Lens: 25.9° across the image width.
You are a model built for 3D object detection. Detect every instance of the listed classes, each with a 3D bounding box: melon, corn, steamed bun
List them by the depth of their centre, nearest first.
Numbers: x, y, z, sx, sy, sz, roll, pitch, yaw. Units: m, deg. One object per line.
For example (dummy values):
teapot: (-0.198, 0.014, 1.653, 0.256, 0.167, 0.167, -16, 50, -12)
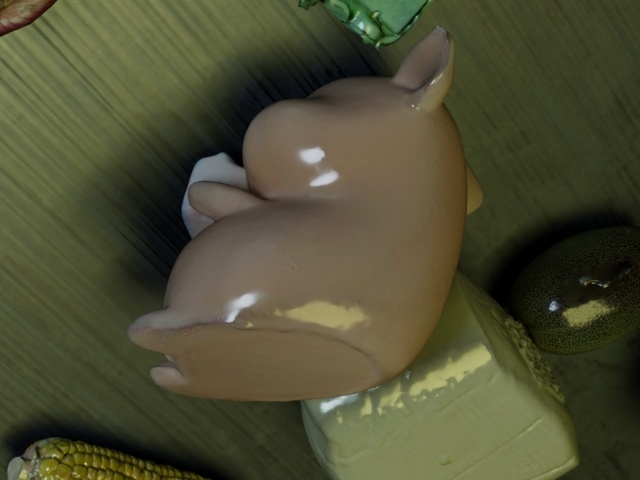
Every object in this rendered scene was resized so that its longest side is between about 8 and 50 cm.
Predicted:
corn: (-0.150, 0.221, 1.159, 0.238, 0.080, 0.080, 23, 107, -31)
steamed bun: (0.091, 0.132, 1.167, 0.200, 0.155, 0.250, -31, 129, 9)
melon: (0.242, 0.041, 1.219, 0.162, 0.099, 0.099, -24, 125, -12)

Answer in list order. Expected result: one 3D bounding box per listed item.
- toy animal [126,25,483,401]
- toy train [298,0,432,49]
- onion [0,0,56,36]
toy animal: (0.000, -0.004, 1.029, 0.213, 0.256, 0.195, 7, 154, 16)
toy train: (0.016, -0.207, 0.994, 0.149, 0.081, 0.099, 31, 102, -40)
onion: (-0.235, -0.203, 0.874, 0.150, 0.140, 0.150, -21, 168, -5)
